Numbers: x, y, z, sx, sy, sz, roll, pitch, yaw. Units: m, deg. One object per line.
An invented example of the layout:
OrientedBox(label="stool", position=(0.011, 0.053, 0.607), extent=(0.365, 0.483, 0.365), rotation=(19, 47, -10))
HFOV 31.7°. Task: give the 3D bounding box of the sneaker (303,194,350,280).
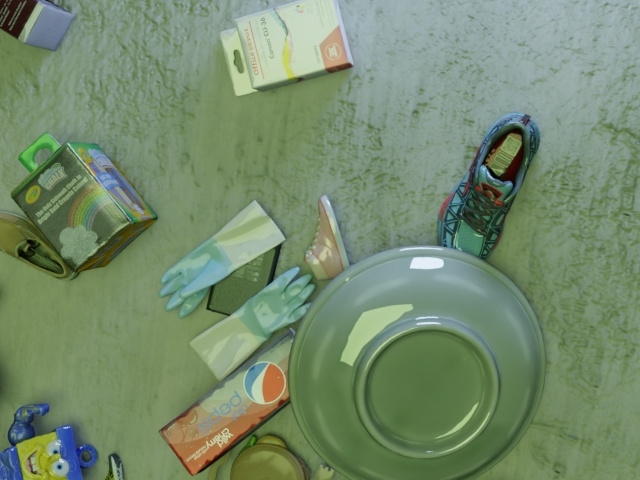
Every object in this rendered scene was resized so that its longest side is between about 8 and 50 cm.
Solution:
OrientedBox(label="sneaker", position=(0.000, 0.000, 1.776), extent=(0.070, 0.051, 0.134), rotation=(-15, 95, 4))

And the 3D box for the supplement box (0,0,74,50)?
OrientedBox(label="supplement box", position=(-0.529, -0.397, 1.798), extent=(0.239, 0.130, 0.073), rotation=(31, 98, 5))

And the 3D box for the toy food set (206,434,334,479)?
OrientedBox(label="toy food set", position=(-0.082, 0.382, 1.819), extent=(0.192, 0.038, 0.132), rotation=(21, 98, 7))

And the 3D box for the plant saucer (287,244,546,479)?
OrientedBox(label="plant saucer", position=(0.152, 0.211, 1.686), extent=(0.400, 0.100, 0.400), rotation=(-1, 103, -5))

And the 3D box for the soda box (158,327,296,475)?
OrientedBox(label="soda box", position=(-0.119, 0.253, 1.765), extent=(0.263, 0.083, 0.092), rotation=(-38, 83, -3))

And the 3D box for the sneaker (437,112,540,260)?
OrientedBox(label="sneaker", position=(0.246, -0.075, 1.696), extent=(0.104, 0.125, 0.262), rotation=(22, 96, 8))

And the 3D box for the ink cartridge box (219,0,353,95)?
OrientedBox(label="ink cartridge box", position=(-0.060, -0.303, 1.761), extent=(0.198, 0.067, 0.115), rotation=(-14, 91, 10))

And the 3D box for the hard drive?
OrientedBox(label="hard drive", position=(-0.124, 0.059, 1.814), extent=(0.094, 0.022, 0.135), rotation=(15, 95, 8))

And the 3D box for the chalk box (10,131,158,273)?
OrientedBox(label="chalk box", position=(-0.389, -0.072, 1.795), extent=(0.132, 0.132, 0.213), rotation=(-40, 86, 10))

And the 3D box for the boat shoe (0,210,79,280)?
OrientedBox(label="boat shoe", position=(-0.483, 0.006, 1.842), extent=(0.190, 0.072, 0.068), rotation=(25, 97, 7))

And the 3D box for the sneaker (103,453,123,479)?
OrientedBox(label="sneaker", position=(-0.345, 0.395, 1.864), extent=(0.035, 0.031, 0.083), rotation=(-9, 92, 10))

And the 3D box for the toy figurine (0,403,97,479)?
OrientedBox(label="toy figurine", position=(-0.484, 0.352, 1.851), extent=(0.217, 0.191, 0.362), rotation=(-8, 70, -27))

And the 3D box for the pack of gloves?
OrientedBox(label="pack of gloves", position=(-0.136, 0.083, 1.783), extent=(0.232, 0.046, 0.195), rotation=(-38, 86, 10))
